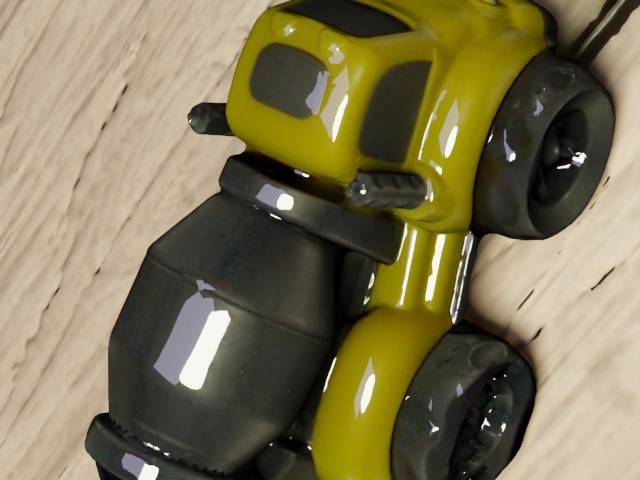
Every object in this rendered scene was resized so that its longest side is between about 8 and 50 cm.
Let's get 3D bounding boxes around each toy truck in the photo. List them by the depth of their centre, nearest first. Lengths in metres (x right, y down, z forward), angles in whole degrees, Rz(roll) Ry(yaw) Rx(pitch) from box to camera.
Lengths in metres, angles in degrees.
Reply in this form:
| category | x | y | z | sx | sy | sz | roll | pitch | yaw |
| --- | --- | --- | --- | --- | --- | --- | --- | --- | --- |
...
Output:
| category | x | y | z | sx | sy | sz | roll | pitch | yaw |
| --- | --- | --- | --- | --- | --- | --- | --- | --- | --- |
| toy truck | 0.000 | 0.000 | 0.594 | 0.147 | 0.165 | 0.224 | 27 | 106 | 34 |
